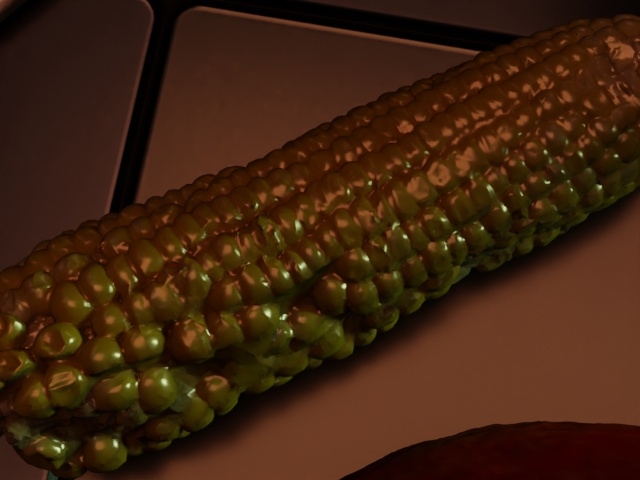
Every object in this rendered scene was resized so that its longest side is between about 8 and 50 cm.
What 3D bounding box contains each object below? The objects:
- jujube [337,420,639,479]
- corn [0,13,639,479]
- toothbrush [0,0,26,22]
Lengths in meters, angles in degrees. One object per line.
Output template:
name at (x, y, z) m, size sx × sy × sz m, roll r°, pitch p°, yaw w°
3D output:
jujube at (0.119, 0.170, 0.442) m, size 0.317 × 0.223 × 0.223 m, roll 0°, pitch 77°, yaw 0°
corn at (0.000, 0.000, 0.542) m, size 0.319 × 0.097 × 0.097 m, roll -26°, pitch 77°, yaw -4°
toothbrush at (-0.129, -0.115, 0.609) m, size 0.307 × 0.025 × 0.029 m, roll -41°, pitch 86°, yaw -5°
